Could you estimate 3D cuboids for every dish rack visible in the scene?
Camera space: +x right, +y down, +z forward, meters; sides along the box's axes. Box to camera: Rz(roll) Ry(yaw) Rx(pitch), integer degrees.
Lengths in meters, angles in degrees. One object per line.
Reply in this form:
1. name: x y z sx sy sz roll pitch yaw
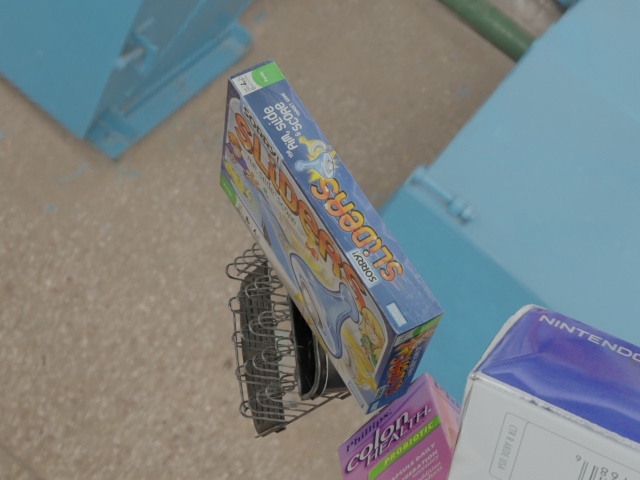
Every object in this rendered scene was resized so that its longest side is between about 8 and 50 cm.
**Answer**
1. dish rack: -0.042 0.084 1.319 0.074 0.271 0.208 4 68 -27

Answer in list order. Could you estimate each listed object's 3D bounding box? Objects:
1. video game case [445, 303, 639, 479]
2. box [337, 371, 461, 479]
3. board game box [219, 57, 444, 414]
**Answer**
1. video game case: 0.160 0.180 0.473 0.269 0.244 0.061 24 35 20
2. box: 0.137 0.267 1.130 0.213 0.117 0.243 44 11 -17
3. board game box: 0.000 0.000 0.845 0.035 0.136 0.201 -26 68 -19
